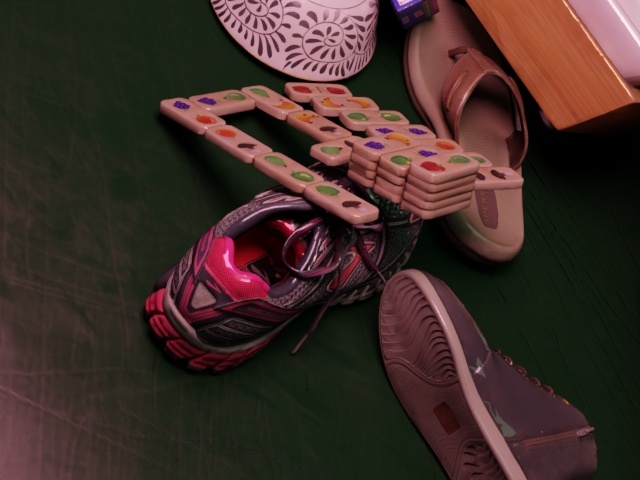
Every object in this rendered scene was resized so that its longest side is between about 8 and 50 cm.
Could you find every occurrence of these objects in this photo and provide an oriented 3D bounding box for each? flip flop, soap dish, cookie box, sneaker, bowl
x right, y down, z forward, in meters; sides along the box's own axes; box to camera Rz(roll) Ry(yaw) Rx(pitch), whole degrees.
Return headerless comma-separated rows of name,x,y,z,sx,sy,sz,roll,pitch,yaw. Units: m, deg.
flip flop,0.145,-0.109,1.349,0.112,0.080,0.277,12,54,-25
soap dish,0.224,-0.228,1.407,0.291,0.118,0.229,57,23,12
cookie box,0.067,-0.253,1.341,0.040,0.092,0.107,-26,86,5
sneaker,0.000,0.000,1.171,0.121,0.112,0.299,48,48,5
bowl,-0.008,-0.233,1.331,0.170,0.080,0.170,16,51,-21
sneaker,0.134,0.117,1.207,0.118,0.083,0.222,-19,81,-43

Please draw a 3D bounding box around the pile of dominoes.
pile of dominoes,0.022,-0.091,1.204,0.196,0.040,0.251,-17,37,-43
